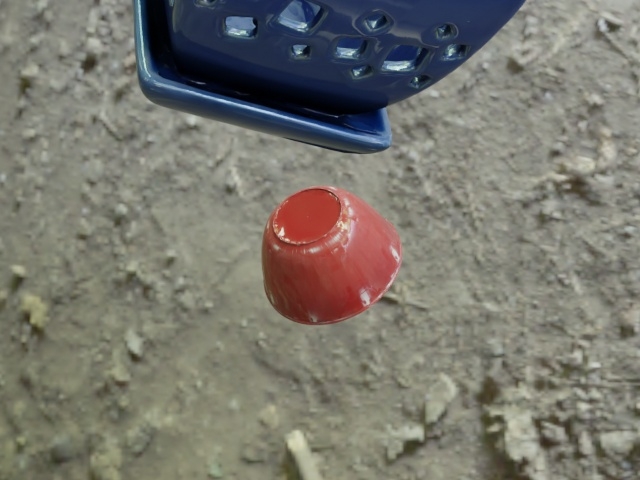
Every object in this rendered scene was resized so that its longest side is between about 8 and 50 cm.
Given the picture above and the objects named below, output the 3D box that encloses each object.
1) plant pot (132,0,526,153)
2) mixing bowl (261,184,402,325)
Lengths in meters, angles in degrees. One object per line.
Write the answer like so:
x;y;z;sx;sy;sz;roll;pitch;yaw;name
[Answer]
-0.015;-0.208;0.833;0.212;0.236;0.236;-55;34;40;plant pot
0.000;0.000;1.366;0.181;0.098;0.181;-12;48;13;mixing bowl
